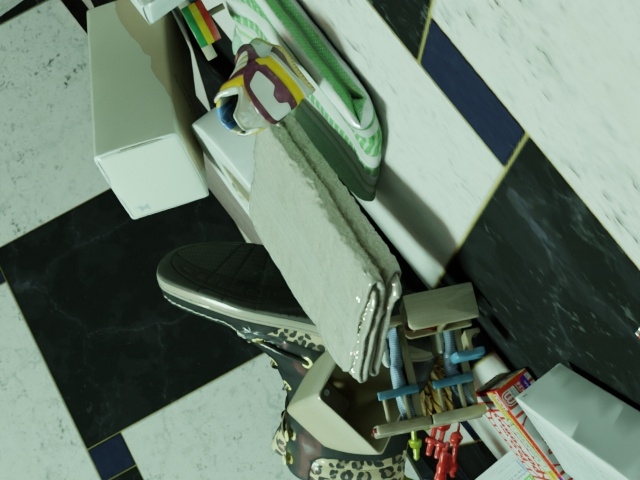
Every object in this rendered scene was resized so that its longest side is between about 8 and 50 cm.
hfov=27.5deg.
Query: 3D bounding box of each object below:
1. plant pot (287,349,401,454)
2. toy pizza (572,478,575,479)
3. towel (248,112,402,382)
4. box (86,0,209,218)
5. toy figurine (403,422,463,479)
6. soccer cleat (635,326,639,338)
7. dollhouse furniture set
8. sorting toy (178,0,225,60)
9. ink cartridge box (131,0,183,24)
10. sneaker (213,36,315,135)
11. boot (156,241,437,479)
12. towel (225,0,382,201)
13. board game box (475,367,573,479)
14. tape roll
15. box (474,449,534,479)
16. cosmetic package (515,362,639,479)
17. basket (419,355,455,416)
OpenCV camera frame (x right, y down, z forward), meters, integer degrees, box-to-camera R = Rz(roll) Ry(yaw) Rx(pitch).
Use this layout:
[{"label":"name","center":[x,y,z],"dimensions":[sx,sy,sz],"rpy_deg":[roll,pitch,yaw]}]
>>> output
[{"label":"plant pot","center":[0.026,0.187,1.546],"dimensions":[0.109,0.109,0.096],"rpy_deg":[45,141,-17]},{"label":"toy pizza","center":[0.311,0.292,1.224],"dimensions":[0.201,0.032,0.201],"rpy_deg":[39,140,42]},{"label":"towel","center":[0.000,0.000,1.406],"dimensions":[0.282,0.049,0.187],"rpy_deg":[57,153,32]},{"label":"box","center":[-0.251,-0.200,1.878],"dimensions":[0.148,0.121,0.311],"rpy_deg":[65,-170,-51]},{"label":"toy figurine","center":[0.247,0.382,1.993],"dimensions":[0.217,0.191,0.362],"rpy_deg":[13,175,22]},{"label":"soccer cleat","center":[0.228,0.069,0.853],"dimensions":[0.035,0.029,0.083],"rpy_deg":[40,172,25]},{"label":"dollhouse furniture set","center":[0.108,0.135,1.420],"dimensions":[0.183,0.129,0.129],"rpy_deg":[86,171,-78]},{"label":"sorting toy","center":[-0.152,-0.297,1.447],"dimensions":[0.274,0.046,0.132],"rpy_deg":[61,179,30]},{"label":"ink cartridge box","center":[-0.174,-0.309,1.305],"dimensions":[0.150,0.109,0.063],"rpy_deg":[52,173,7]},{"label":"sneaker","center":[-0.068,-0.142,1.235],"dimensions":[0.069,0.084,0.185],"rpy_deg":[53,174,-13]},{"label":"boot","center":[-0.035,0.165,1.692],"dimensions":[0.138,0.377,0.284],"rpy_deg":[-65,-16,-53]},{"label":"towel","center":[-0.023,-0.166,1.331],"dimensions":[0.248,0.038,0.325],"rpy_deg":[51,173,8]},{"label":"board game box","center":[0.242,0.217,1.469],"dimensions":[0.146,0.045,0.193],"rpy_deg":[52,174,6]},{"label":"tape roll","center":[-0.055,-0.074,1.782],"dimensions":[0.286,0.100,0.286],"rpy_deg":[52,174,7]},{"label":"box","center":[0.234,0.377,1.695],"dimensions":[0.114,0.203,0.103],"rpy_deg":[46,171,38]},{"label":"cosmetic package","center":[0.260,0.187,1.106],"dimensions":[0.099,0.060,0.239],"rpy_deg":[53,174,-19]},{"label":"basket","center":[0.080,0.124,1.932],"dimensions":[0.299,0.223,0.213],"rpy_deg":[-137,44,-58]}]
